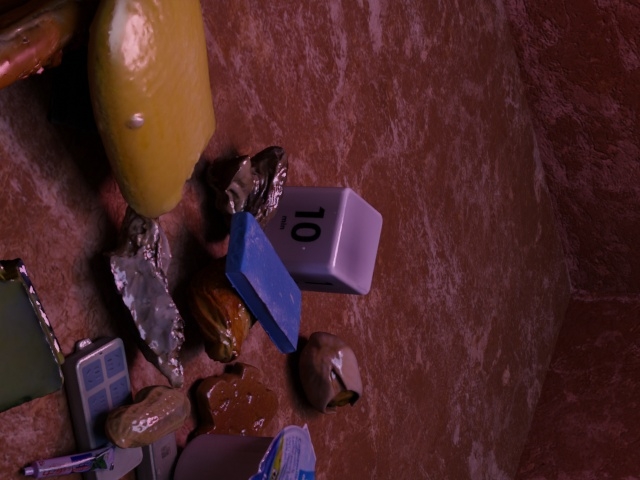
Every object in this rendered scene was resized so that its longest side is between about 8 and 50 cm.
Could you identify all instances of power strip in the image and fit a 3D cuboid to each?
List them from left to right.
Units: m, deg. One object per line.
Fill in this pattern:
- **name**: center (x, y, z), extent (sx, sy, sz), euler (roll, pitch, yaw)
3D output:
- **power strip**: center (-0.371, 0.296, 1.811), extent (0.118, 0.046, 0.271), euler (-33, 122, -56)
- **power strip**: center (-0.298, 0.422, 1.948), extent (0.078, 0.052, 0.272), euler (-29, 118, -57)

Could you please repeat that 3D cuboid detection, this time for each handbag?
- **handbag**: center (-0.340, -0.292, 1.781), extent (0.247, 0.079, 0.260), euler (6, 89, -59)

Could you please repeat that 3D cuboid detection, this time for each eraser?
- **eraser**: center (-0.106, 0.087, 2.073), extent (0.312, 0.042, 0.144), euler (61, 27, -50)

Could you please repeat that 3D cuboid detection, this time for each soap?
- **soap**: center (-0.271, -0.263, 1.699), extent (0.427, 0.115, 0.306), euler (88, 27, -46)

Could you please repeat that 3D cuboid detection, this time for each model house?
- **model house**: center (-0.476, 0.130, 1.518), extent (0.211, 0.170, 0.194), euler (-146, -147, -74)

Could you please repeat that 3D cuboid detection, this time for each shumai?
- **shumai**: center (-0.155, -0.106, 2.089), extent (0.153, 0.161, 0.210), euler (23, 94, -37)

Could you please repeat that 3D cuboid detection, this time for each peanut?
- **peanut**: center (-0.294, 0.301, 1.815), extent (0.194, 0.083, 0.094), euler (-12, 98, -59)

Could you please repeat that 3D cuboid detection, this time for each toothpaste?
- **toothpaste**: center (-0.408, 0.366, 1.730), extent (0.169, 0.028, 0.045), euler (0, 97, -45)

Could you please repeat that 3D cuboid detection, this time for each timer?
- **timer**: center (0.000, 0.000, 2.298), extent (0.194, 0.194, 0.193), euler (35, 63, -56)

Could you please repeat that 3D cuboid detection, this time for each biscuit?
- **biscuit**: center (-0.188, 0.397, 2.150), extent (0.278, 0.043, 0.302), euler (35, 65, -56)

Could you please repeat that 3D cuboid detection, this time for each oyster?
- **oyster**: center (-0.302, 0.087, 1.835), extent (0.166, 0.110, 0.341), euler (-112, -171, -63)

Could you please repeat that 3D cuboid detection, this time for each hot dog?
- **hot dog**: center (-0.447, -0.287, 1.522), extent (0.349, 0.158, 0.117), euler (-52, 154, -51)
- **hot dog**: center (-0.190, 0.134, 2.050), extent (0.259, 0.114, 0.175), euler (-58, 141, -64)

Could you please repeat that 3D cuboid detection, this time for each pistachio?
- **pistachio**: center (0.022, 0.308, 2.431), extent (0.153, 0.137, 0.238), euler (-106, 179, -56)

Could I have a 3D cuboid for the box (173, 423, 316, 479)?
- **box**: center (-0.158, 0.462, 1.948), extent (0.291, 0.206, 0.263), euler (18, 75, -64)
